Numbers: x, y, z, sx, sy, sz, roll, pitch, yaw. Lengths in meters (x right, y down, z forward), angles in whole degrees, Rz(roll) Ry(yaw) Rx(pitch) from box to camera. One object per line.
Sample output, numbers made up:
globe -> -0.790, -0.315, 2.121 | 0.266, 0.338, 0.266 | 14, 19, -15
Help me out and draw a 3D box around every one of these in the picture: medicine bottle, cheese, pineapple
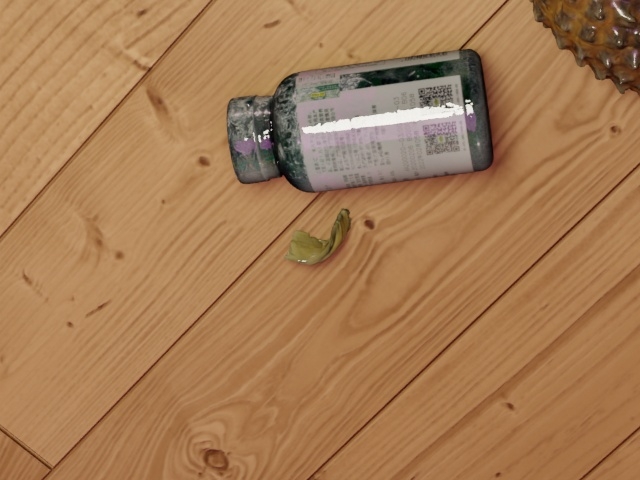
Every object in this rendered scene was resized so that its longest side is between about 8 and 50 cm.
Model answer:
medicine bottle -> 0.044, -0.131, 1.942 | 0.293, 0.141, 0.141 | -7, 111, 7
cheese -> 0.000, 0.001, 2.047 | 0.084, 0.060, 0.041 | -25, 109, 21
pineapple -> 0.391, -0.206, 1.890 | 0.361, 0.175, 0.175 | 39, 110, -24
